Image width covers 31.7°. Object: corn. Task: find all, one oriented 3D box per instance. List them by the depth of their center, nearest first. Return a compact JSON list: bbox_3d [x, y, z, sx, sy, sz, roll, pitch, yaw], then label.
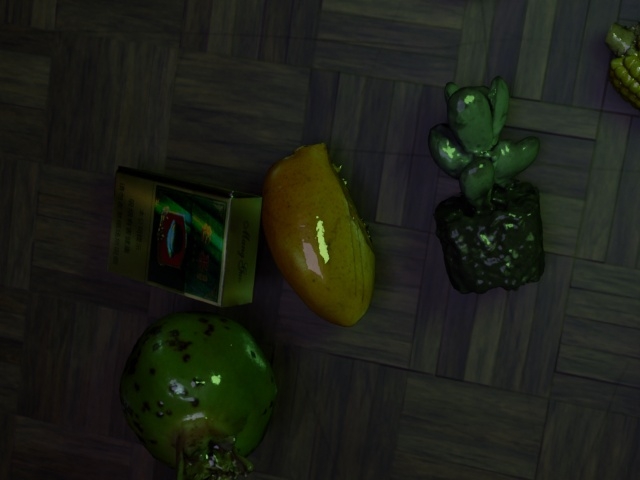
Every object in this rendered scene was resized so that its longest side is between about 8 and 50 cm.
[{"bbox_3d":[0.490,-0.169,1.398,0.322,0.119,0.119,33,104,4],"label":"corn"}]

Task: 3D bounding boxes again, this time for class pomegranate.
[{"bbox_3d":[-0.166,0.213,1.534,0.231,0.286,0.231,-1,97,-8],"label":"pomegranate"}]

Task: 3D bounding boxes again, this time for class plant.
[{"bbox_3d":[0.216,-0.073,1.462,0.149,0.146,0.274,-7,97,3],"label":"plant"}]

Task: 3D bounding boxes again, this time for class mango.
[{"bbox_3d":[0.000,0.000,1.536,0.126,0.154,0.252,-24,77,24],"label":"mango"}]

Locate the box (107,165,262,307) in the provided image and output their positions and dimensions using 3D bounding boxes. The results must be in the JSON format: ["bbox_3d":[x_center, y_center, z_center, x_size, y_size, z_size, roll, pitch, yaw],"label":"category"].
[{"bbox_3d":[-0.194,-0.010,1.575,0.240,0.071,0.159,13,99,38],"label":"box"}]
